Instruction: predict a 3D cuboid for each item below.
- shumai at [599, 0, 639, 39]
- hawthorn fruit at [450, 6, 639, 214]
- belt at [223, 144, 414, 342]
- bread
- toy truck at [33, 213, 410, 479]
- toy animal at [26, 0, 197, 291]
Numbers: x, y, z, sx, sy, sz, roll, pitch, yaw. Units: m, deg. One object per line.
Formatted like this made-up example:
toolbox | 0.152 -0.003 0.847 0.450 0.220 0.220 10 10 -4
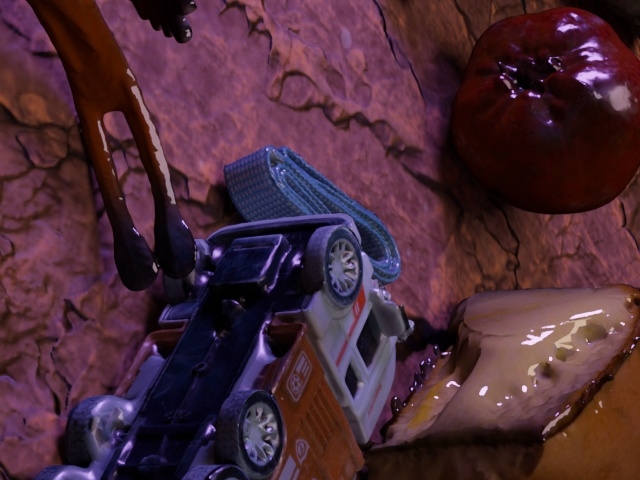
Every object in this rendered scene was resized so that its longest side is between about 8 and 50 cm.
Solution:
shumai | 0.312 -0.359 1.795 0.263 0.304 0.309 13 65 -17
hawthorn fruit | 0.207 -0.103 1.531 0.202 0.185 0.185 48 40 -62
belt | -0.004 0.001 1.270 0.179 0.065 0.100 39 40 -41
bread | 0.171 0.138 1.353 0.262 0.204 0.163 -47 115 -48
toy truck | -0.051 0.130 1.089 0.162 0.136 0.305 62 38 -33
toy animal | -0.154 -0.162 1.047 0.284 0.225 0.302 55 23 -60
